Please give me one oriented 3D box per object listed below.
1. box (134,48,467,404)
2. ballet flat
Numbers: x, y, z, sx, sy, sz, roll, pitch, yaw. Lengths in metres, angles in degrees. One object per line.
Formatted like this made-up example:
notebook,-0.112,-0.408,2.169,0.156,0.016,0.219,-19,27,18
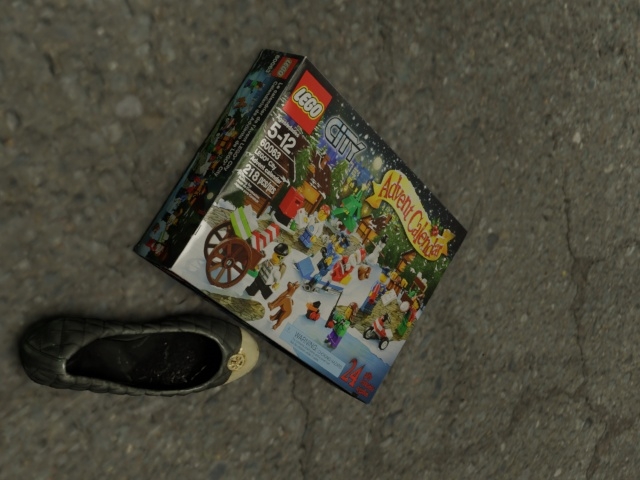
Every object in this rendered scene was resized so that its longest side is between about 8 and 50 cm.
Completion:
box,0.000,0.000,0.672,0.233,0.044,0.159,40,77,-44
ballet flat,-0.105,0.078,0.599,0.173,0.049,0.057,5,103,-44
